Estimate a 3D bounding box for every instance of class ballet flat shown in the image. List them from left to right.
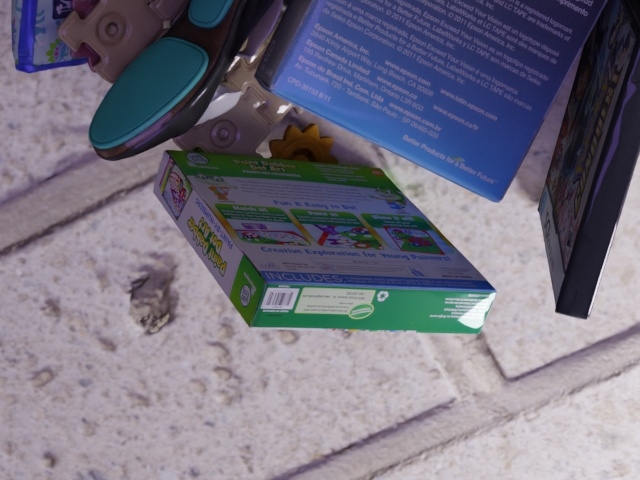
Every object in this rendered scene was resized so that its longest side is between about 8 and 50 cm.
[{"bbox_3d":[-0.101,-0.175,1.591,0.280,0.095,0.096,-55,137,-3],"label":"ballet flat"}]

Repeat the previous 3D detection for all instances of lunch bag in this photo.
[{"bbox_3d":[-0.252,-0.239,1.630,0.096,0.151,0.128,10,113,11],"label":"lunch bag"}]

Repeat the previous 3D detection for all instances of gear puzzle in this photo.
[{"bbox_3d":[-0.096,-0.161,1.676,0.175,0.044,0.339,-51,121,-6],"label":"gear puzzle"}]

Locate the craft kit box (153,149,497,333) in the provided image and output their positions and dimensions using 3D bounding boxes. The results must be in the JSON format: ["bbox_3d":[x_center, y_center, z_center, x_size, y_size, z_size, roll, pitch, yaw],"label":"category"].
[{"bbox_3d":[0.000,0.000,1.611,0.250,0.246,0.061,4,121,-30],"label":"craft kit box"}]

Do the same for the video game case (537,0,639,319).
[{"bbox_3d":[0.259,-0.100,1.591,0.035,0.248,0.274,12,113,-2],"label":"video game case"}]

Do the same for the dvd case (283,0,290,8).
[{"bbox_3d":[-0.017,-0.333,1.643,0.180,0.022,0.253,-41,103,18],"label":"dvd case"}]

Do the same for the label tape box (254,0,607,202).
[{"bbox_3d":[0.128,-0.245,1.591,0.249,0.115,0.347,26,95,-14],"label":"label tape box"}]
